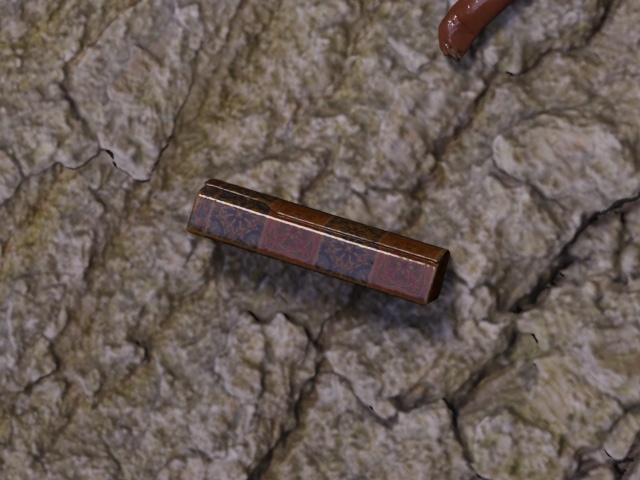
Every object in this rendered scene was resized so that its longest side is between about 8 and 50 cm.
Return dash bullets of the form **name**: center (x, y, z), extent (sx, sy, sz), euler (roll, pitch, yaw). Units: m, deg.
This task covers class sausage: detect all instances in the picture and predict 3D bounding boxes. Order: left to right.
- **sausage**: center (0.157, -0.217, 1.329), extent (0.158, 0.036, 0.042), euler (-45, 50, 11)

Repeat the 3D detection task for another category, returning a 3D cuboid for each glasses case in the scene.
- **glasses case**: center (0.000, 0.000, 1.358), extent (0.218, 0.075, 0.049), euler (17, 94, 11)
